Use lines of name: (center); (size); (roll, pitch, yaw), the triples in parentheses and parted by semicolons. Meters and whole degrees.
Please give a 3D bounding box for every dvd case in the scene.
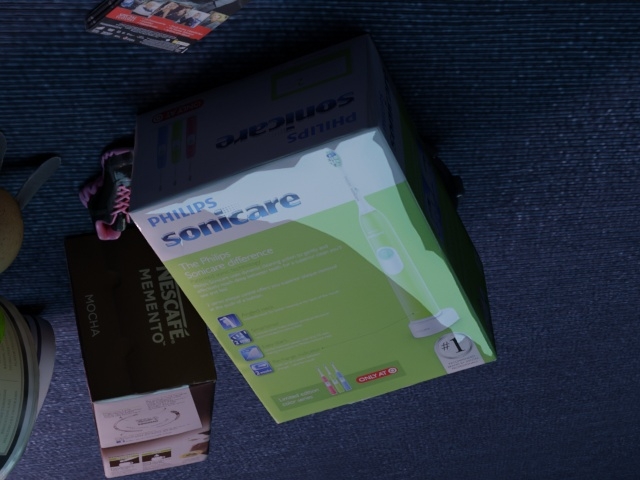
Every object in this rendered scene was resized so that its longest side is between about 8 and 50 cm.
dvd case: (-0.094, -0.169, 1.080); (0.087, 0.013, 0.119); (8, 153, -44)

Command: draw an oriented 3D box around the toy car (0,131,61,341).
toy car: (-0.300, -0.013, 1.269); (0.188, 0.149, 0.155); (-49, 154, 10)

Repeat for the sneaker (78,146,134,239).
sneaker: (-0.168, -0.038, 1.321); (0.047, 0.057, 0.119); (0, 155, -25)

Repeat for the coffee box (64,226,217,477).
coffee box: (-0.178, 0.116, 1.564); (0.119, 0.168, 0.297); (-9, 160, -9)

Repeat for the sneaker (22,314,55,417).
sneaker: (-0.395, 0.206, 1.607); (0.127, 0.126, 0.321); (25, 103, -34)

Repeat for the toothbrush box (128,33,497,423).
toothbrush box: (0.000, 0.000, 1.275); (0.206, 0.122, 0.283); (-19, 133, 15)

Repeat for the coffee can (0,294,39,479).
coffee can: (-0.422, 0.128, 1.400); (0.201, 0.201, 0.275); (-27, 155, 35)

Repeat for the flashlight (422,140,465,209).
flashlight: (0.028, 0.005, 1.508); (0.103, 0.103, 0.304); (22, 153, -14)
